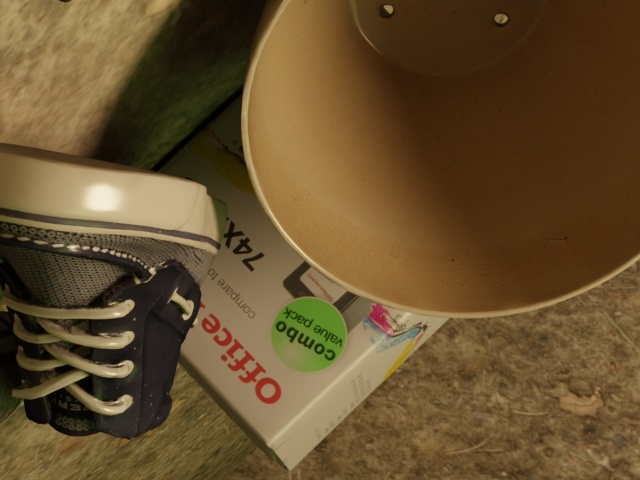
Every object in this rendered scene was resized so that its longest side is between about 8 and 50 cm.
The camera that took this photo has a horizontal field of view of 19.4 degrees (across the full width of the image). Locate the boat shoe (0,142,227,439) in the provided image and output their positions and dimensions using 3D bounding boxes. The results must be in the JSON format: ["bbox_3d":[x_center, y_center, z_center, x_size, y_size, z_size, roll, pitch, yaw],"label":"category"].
[{"bbox_3d":[-0.129,0.038,1.065,0.340,0.127,0.158,21,81,-79],"label":"boat shoe"}]

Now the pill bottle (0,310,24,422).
[{"bbox_3d":[-0.226,0.082,1.149,0.078,0.078,0.137,-47,169,15],"label":"pill bottle"}]

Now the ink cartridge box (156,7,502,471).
[{"bbox_3d":[0.000,0.000,1.356,0.270,0.198,0.197,-43,170,-6],"label":"ink cartridge box"}]

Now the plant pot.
[{"bbox_3d":[0.091,-0.121,1.162,0.284,0.284,0.191,-49,-156,25],"label":"plant pot"}]

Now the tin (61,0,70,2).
[{"bbox_3d":[-0.088,-0.163,0.658,0.040,0.106,0.189,2,147,-22],"label":"tin"}]
